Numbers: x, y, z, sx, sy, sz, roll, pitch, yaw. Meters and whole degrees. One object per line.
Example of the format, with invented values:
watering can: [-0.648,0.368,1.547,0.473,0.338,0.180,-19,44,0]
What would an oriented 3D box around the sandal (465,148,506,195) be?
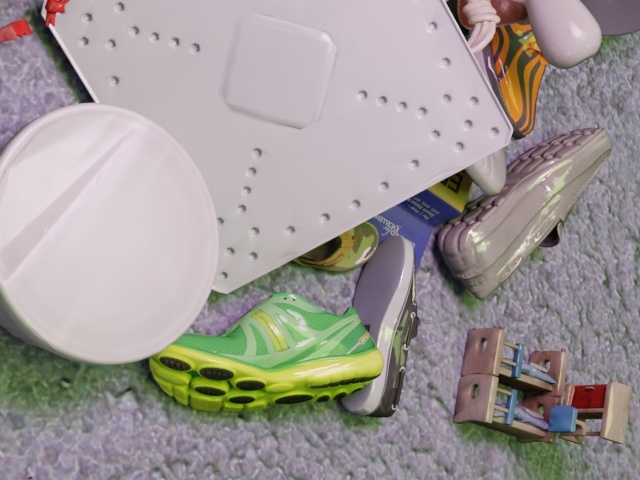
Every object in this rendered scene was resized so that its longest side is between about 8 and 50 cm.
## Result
sandal: [0.109,-0.217,1.745,0.416,0.102,0.169,54,33,-33]

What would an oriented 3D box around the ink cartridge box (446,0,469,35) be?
ink cartridge box: [0.189,-0.383,1.928,0.109,0.062,0.209,-21,96,-36]

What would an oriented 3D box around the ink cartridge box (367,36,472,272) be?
ink cartridge box: [0.078,-0.161,1.817,0.303,0.072,0.307,31,65,-29]

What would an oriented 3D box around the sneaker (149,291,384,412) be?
sneaker: [-0.069,0.126,1.665,0.295,0.109,0.123,2,56,-32]

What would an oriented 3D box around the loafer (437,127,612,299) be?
loafer: [0.286,-0.043,1.932,0.319,0.112,0.111,-38,111,-25]

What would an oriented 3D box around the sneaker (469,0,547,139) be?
sneaker: [0.285,-0.292,1.806,0.124,0.180,0.321,24,60,-67]

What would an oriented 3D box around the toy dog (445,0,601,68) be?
toy dog: [0.218,-0.342,1.727,0.220,0.161,0.334,-6,75,3]

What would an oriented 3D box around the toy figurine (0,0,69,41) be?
toy figurine: [-0.367,-0.359,1.379,0.217,0.191,0.362,-55,125,-68]

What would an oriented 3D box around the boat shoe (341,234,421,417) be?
boat shoe: [0.088,0.111,1.782,0.076,0.080,0.228,22,72,-38]

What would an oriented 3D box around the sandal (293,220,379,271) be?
sandal: [0.000,0.000,1.742,0.180,0.049,0.072,9,90,-34]

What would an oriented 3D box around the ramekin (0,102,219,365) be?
ramekin: [-0.252,-0.003,1.517,0.273,0.127,0.273,5,82,-35]

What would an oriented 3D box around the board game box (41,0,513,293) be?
board game box: [-0.045,-0.191,1.590,0.390,0.050,0.390,-28,104,11]

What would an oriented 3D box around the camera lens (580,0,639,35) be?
camera lens: [0.409,-0.453,2.000,0.219,0.219,0.274,33,66,-28]

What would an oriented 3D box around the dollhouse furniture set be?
dollhouse furniture set: [0.288,0.185,1.848,0.129,0.183,0.129,20,72,-32]
